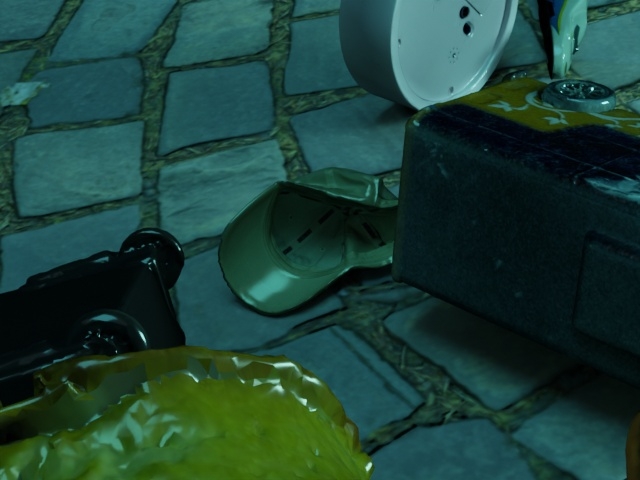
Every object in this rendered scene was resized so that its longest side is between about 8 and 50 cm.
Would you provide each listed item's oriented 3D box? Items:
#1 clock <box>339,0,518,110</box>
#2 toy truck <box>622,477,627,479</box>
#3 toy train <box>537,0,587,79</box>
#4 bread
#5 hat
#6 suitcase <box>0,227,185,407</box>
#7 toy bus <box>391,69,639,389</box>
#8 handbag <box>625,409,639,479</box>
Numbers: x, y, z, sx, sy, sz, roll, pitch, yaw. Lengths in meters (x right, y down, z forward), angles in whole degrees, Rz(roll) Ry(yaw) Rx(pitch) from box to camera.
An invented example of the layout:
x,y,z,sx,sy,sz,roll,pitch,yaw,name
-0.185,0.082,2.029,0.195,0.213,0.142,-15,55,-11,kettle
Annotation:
x,y,z,sx,sy,sz,roll,pitch,yaw,name
0.107,-0.224,1.436,0.068,0.196,0.197,23,48,37,clock
0.221,0.184,0.987,0.147,0.065,0.079,-25,43,-22,toy truck
0.251,-0.236,1.541,0.051,0.052,0.234,-1,37,3,toy train
-0.082,0.234,0.744,0.337,0.358,0.204,-28,39,-24,bread
-0.003,0.002,1.285,0.166,0.081,0.122,-41,85,-15,hat
-0.240,0.133,0.985,0.339,0.188,0.345,-13,12,1,suitcase
0.223,-0.004,1.121,0.323,0.161,0.194,25,31,37,toy bus
0.369,0.101,0.661,0.410,0.116,0.303,-30,39,-5,handbag
